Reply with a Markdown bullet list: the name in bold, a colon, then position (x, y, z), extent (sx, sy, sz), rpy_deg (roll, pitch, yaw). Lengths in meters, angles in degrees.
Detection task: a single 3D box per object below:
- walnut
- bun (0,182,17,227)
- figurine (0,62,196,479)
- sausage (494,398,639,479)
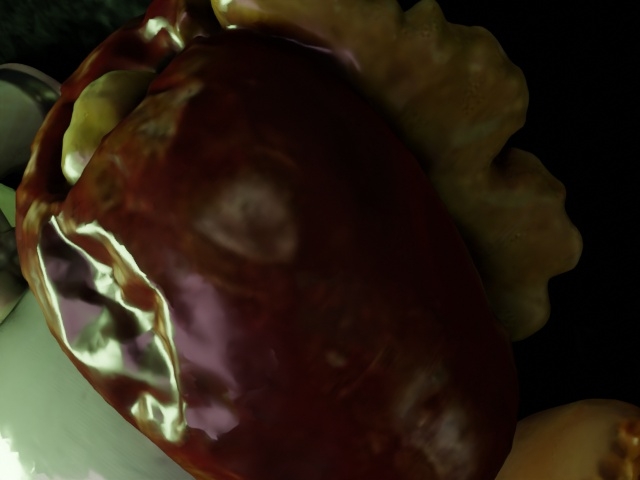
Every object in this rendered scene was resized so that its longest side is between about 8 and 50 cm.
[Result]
- **walnut**: position (0.000, 0.000, 0.571), extent (0.269, 0.244, 0.221), rpy_deg (45, -175, -25)
- **bun**: position (-0.281, 0.068, 0.924), extent (0.259, 0.160, 0.259), rpy_deg (23, 147, 17)
- **figurine**: position (-0.160, 0.084, 0.733), extent (0.361, 0.211, 0.253), rpy_deg (37, 108, -5)
- **sausage**: position (0.098, 0.177, 0.770), extent (0.094, 0.097, 0.348), rpy_deg (37, 147, -18)
